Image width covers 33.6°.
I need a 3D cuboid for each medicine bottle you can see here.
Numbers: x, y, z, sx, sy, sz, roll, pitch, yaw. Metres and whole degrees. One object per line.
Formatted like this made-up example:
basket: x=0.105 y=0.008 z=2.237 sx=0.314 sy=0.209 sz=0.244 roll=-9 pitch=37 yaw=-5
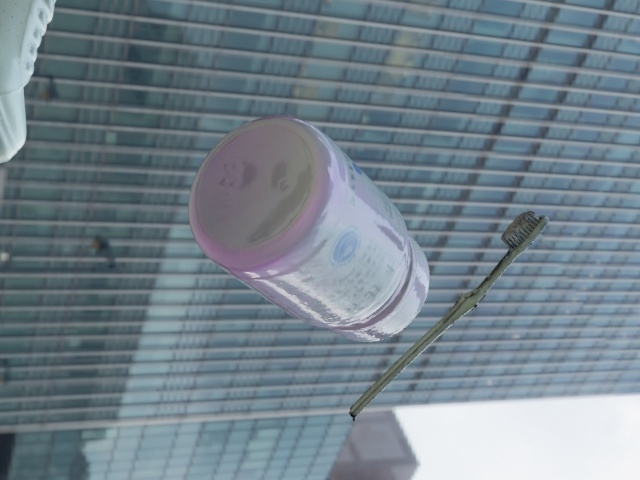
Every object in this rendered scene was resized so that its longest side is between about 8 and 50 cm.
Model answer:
medicine bottle: x=0.000 y=0.000 z=1.002 sx=0.152 sy=0.254 sz=0.152 roll=-13 pitch=-118 yaw=25

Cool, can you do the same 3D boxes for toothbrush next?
toothbrush: x=0.130 y=0.081 z=1.100 sx=0.294 sy=0.028 sz=0.026 roll=-50 pitch=-170 yaw=9

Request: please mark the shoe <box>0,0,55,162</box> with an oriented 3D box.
shoe: x=-0.382 y=-0.284 z=1.310 sx=0.132 sy=0.160 sz=0.362 roll=-171 pitch=-111 yaw=-70
